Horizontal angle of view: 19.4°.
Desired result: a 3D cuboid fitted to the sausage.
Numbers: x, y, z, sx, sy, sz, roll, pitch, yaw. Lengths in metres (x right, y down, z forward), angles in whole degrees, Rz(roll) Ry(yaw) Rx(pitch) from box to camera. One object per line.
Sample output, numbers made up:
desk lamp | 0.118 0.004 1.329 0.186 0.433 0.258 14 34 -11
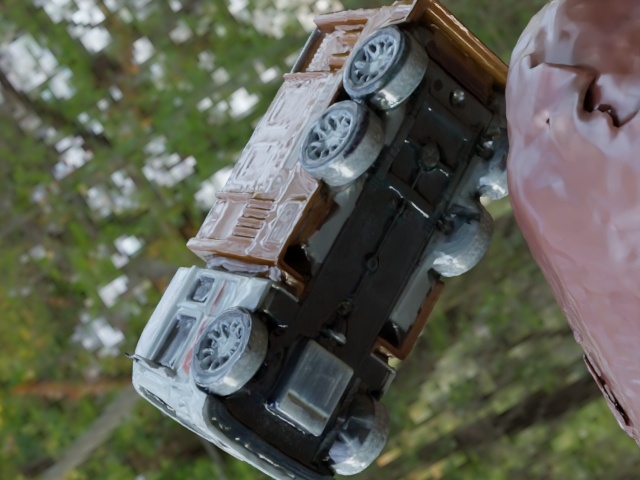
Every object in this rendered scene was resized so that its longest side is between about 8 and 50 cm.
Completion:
sausage | 0.167 0.007 0.740 0.280 0.152 0.152 60 -173 -36

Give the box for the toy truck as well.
toy truck | 0.000 0.000 1.528 0.173 0.387 0.207 38 163 -32
